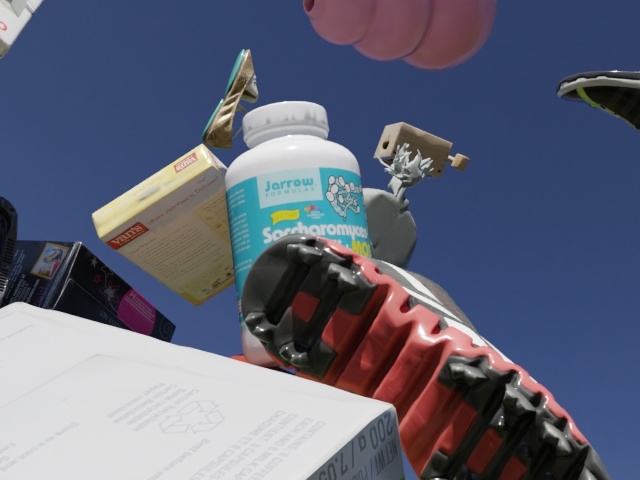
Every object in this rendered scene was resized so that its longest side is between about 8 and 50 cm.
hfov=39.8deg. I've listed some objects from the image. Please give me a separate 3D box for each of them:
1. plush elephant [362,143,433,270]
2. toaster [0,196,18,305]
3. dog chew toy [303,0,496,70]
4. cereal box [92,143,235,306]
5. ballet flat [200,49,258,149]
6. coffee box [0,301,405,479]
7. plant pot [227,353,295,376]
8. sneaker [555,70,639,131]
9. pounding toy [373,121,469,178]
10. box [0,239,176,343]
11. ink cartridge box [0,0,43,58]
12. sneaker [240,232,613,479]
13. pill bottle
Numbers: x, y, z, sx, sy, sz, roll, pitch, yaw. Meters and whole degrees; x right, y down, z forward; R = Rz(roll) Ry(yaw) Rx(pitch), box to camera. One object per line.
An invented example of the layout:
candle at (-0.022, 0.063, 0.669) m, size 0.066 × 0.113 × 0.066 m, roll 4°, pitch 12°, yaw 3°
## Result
plush elephant at (0.000, 0.000, 1.319) m, size 0.272 × 0.330 × 0.255 m, roll 46°, pitch -30°, yaw -24°
toaster at (-0.461, 0.028, 1.079) m, size 0.129 × 0.227 × 0.146 m, roll 26°, pitch -43°, yaw -35°
dog chew toy at (0.125, -0.385, 1.457) m, size 0.332 × 0.206 × 0.206 m, roll -5°, pitch -24°, yaw -29°
cereal box at (-0.162, -0.012, 1.176) m, size 0.173 × 0.047 × 0.240 m, roll -31°, pitch -34°, yaw 7°
ballet flat at (-0.155, -0.257, 1.645) m, size 0.067 × 0.206 × 0.073 m, roll 25°, pitch -14°, yaw -11°
coffee box at (-0.165, 0.269, 0.469) m, size 0.338 × 0.338 × 0.334 m, roll 7°, pitch -65°, yaw 38°
plant pot at (-0.079, 0.280, 0.902) m, size 0.267 × 0.267 × 0.236 m, roll -14°, pitch 6°, yaw -44°
sneaker at (0.423, -0.176, 1.178) m, size 0.235 × 0.097 × 0.084 m, roll 9°, pitch 12°, yaw 38°
pounding toy at (0.231, -0.179, 1.988) m, size 0.206 × 0.094 × 0.181 m, roll 21°, pitch -1°, yaw -13°
box at (-0.346, 0.131, 1.238) m, size 0.142 × 0.163 × 0.247 m, roll 1°, pitch -32°, yaw 29°
ink cartridge box at (-0.575, -0.430, 1.472) m, size 0.115 × 0.272 × 0.198 m, roll -28°, pitch -56°, yaw 31°
sneaker at (0.079, 0.093, 0.576) m, size 0.276 × 0.097 × 0.135 m, roll 38°, pitch 13°, yaw 21°
pill bottle at (-0.022, -0.006, 0.927) m, size 0.146 × 0.264 × 0.146 m, roll -8°, pitch -12°, yaw -2°
